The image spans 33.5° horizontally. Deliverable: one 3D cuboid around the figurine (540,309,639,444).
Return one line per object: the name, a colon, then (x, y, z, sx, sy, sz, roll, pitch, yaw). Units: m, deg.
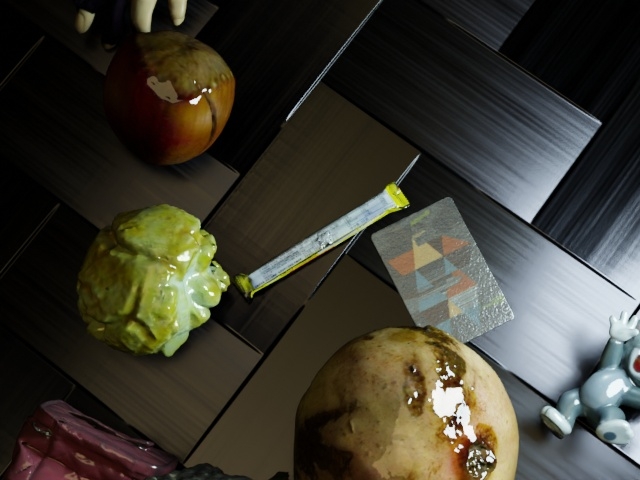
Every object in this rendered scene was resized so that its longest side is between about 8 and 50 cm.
figurine: (0.450, 0.213, 1.489, 0.265, 0.140, 0.193, -40, 56, 5)

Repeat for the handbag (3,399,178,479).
handbag: (-0.316, 0.317, 1.484, 0.225, 0.146, 0.135, 26, 85, 7)

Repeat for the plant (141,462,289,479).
plant: (-0.125, 0.405, 1.374, 0.312, 0.213, 0.215, 2, 92, -30)

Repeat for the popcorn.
popcorn: (-0.249, 0.054, 1.525, 0.204, 0.184, 0.221, 25, 81, 38)

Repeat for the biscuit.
biscuit: (0.000, 0.000, 1.605, 0.292, 0.026, 0.048, -30, 74, -5)

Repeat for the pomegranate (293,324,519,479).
pomegranate: (0.114, 0.272, 1.406, 0.322, 0.322, 0.322, 0, 77, 2)

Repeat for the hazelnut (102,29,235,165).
hazelnut: (-0.230, -0.205, 1.593, 0.208, 0.208, 0.208, 0, 77, 2)

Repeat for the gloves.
gloves: (-0.270, -0.431, 1.664, 0.301, 0.152, 0.197, -52, 53, 5)

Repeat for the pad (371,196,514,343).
pad: (0.182, 0.054, 1.598, 0.143, 0.003, 0.211, -26, 77, -4)
